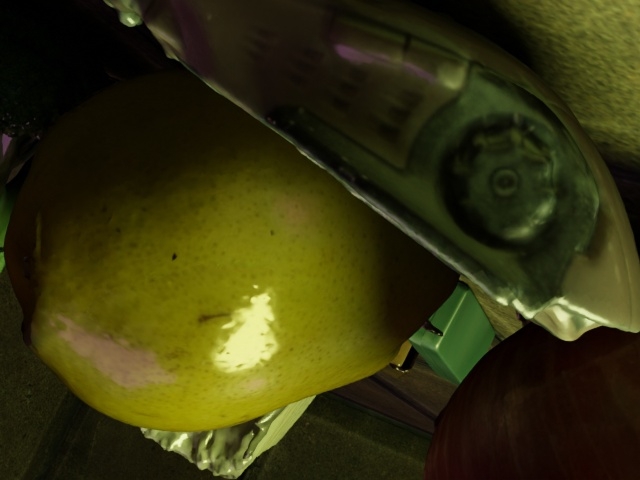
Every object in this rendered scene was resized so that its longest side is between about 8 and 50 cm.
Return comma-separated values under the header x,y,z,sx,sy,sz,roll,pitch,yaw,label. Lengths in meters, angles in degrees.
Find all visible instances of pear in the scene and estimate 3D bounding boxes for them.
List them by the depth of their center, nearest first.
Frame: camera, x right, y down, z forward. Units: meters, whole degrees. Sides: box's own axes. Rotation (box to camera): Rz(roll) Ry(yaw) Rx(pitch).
x,y,z,sx,sy,sz,roll,pitch,yaw,label
-0.065,0.013,0.976,0.336,0.285,0.285,8,166,9,pear

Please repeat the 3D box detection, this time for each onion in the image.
x,y,z,sx,sy,sz,roll,pitch,yaw,label
0.244,0.168,0.871,0.353,0.354,0.353,25,170,5,onion

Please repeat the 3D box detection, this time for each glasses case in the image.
x,y,z,sx,sy,sz,roll,pitch,yaw,label
0.143,0.100,1.391,0.039,0.078,0.184,25,170,23,glasses case

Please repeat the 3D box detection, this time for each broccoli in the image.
x,y,z,sx,sy,sz,roll,pitch,yaw,label
-0.282,-0.072,1.087,0.269,0.269,0.254,28,180,-11,broccoli

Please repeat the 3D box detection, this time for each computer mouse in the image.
x,y,z,sx,sy,sz,roll,pitch,yaw,label
0.029,-0.083,0.699,0.389,0.115,0.199,37,179,-2,computer mouse

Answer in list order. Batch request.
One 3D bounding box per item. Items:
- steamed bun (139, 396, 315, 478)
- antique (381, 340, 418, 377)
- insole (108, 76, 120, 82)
x,y,z,sx,sy,sz,roll,pitch,yaw,label
-0.100,0.053,1.266,0.272,0.290,0.273,39,179,9,steamed bun
-0.022,0.050,1.498,0.310,0.093,0.087,26,170,2,antique
-0.119,-0.113,1.179,0.253,0.005,0.086,20,168,29,insole
